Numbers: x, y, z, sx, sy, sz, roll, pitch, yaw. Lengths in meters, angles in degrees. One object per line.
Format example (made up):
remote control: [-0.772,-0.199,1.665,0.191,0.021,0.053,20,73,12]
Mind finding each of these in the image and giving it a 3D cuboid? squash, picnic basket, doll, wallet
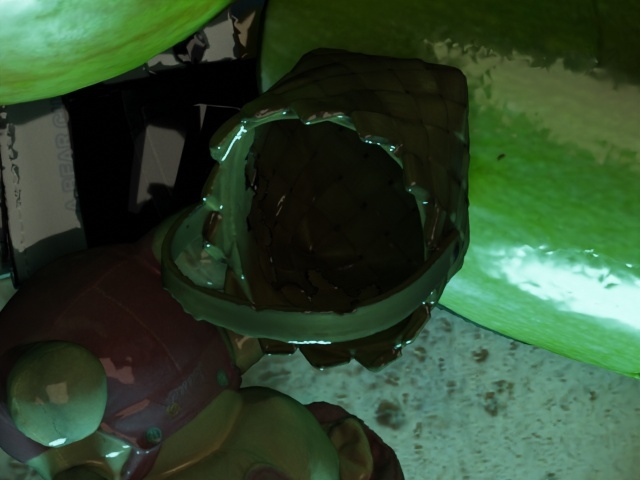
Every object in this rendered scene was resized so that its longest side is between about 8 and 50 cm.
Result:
squash: [0.116,-0.064,1.038,0.309,0.210,0.234,17,86,1]
picnic basket: [0.000,0.000,0.877,0.128,0.178,0.138,7,119,18]
doll: [-0.065,0.120,0.979,0.196,0.152,0.256,-30,112,-6]
wallet: [-0.071,-0.066,1.023,0.231,0.069,0.170,-6,97,-14]

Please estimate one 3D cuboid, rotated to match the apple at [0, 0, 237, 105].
apple: [-0.146,-0.232,0.859,0.339,0.339,0.340,0,91,-14]
